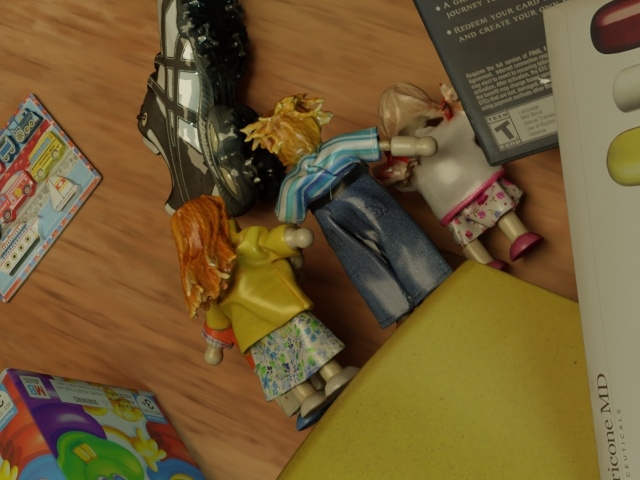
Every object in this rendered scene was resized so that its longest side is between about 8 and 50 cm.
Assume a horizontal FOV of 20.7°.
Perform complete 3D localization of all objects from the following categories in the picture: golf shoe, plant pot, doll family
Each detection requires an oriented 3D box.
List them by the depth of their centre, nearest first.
[{"bbox_3d":[0.124,0.132,0.978,0.212,0.212,0.187,22,85,31],"label":"plant pot"},{"bbox_3d":[0.000,0.000,1.088,0.263,0.118,0.163,-40,80,21],"label":"doll family"},{"bbox_3d":[-0.094,-0.107,1.196,0.094,0.077,0.198,-21,74,29],"label":"golf shoe"}]

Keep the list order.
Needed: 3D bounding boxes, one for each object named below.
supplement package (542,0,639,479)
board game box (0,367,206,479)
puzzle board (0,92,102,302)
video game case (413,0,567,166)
[{"bbox_3d":[0.241,-0.001,0.833,0.145,0.204,0.261,-14,81,61],"label":"supplement package"},{"bbox_3d":[-0.136,0.234,1.127,0.144,0.142,0.275,-50,53,18],"label":"board game box"},{"bbox_3d":[-0.227,-0.032,1.310,0.128,0.011,0.096,-51,63,19],"label":"puzzle board"},{"bbox_3d":[0.126,-0.189,0.963,0.196,0.026,0.274,-17,108,30],"label":"video game case"}]
